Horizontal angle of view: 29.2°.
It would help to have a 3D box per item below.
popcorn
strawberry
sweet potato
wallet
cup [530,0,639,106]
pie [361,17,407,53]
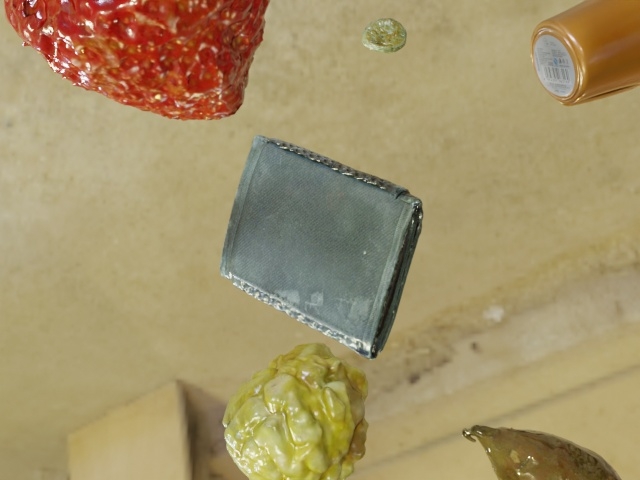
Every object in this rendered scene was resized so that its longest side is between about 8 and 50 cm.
[{"bbox_3d":[-0.012,0.136,0.903,0.116,0.106,0.121,-27,-177,-14],"label":"popcorn"},{"bbox_3d":[-0.158,-0.228,1.161,0.257,0.257,0.277,-19,127,26],"label":"strawberry"},{"bbox_3d":[0.219,0.216,1.000,0.075,0.075,0.269,-26,127,33],"label":"sweet potato"},{"bbox_3d":[0.000,0.000,1.755,0.075,0.237,0.342,2,-163,-45],"label":"wallet"},{"bbox_3d":[0.457,-0.298,1.885,0.264,0.182,0.226,-23,150,-20],"label":"cup"},{"bbox_3d":[0.115,-0.363,2.187,0.084,0.084,0.021,-3,144,4],"label":"pie"}]
